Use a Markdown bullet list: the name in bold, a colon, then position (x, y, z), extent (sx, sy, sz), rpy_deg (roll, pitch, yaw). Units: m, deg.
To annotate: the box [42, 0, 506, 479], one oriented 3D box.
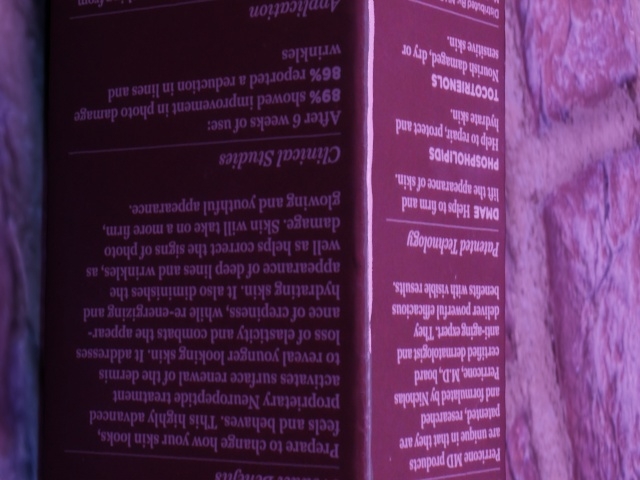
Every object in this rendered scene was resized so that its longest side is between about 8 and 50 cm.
- **box**: position (-0.020, 0.012, 0.799), extent (0.143, 0.191, 0.381), rpy_deg (7, 83, -55)
